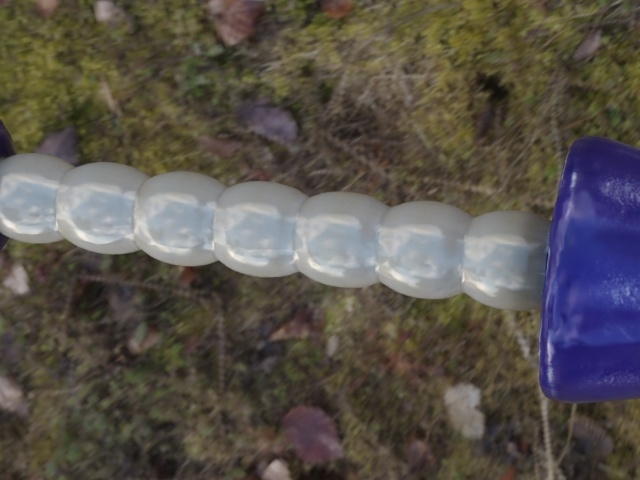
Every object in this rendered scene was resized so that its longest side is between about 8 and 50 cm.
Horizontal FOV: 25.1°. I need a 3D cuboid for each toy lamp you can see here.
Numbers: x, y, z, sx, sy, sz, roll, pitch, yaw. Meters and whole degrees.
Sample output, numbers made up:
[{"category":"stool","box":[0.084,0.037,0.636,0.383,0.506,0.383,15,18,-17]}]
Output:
[{"category":"toy lamp","box":[0.000,0.000,0.428,0.275,0.080,0.080,5,106,15]}]
